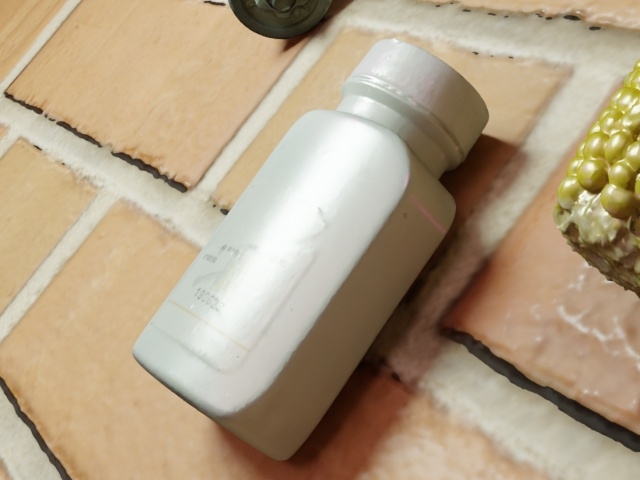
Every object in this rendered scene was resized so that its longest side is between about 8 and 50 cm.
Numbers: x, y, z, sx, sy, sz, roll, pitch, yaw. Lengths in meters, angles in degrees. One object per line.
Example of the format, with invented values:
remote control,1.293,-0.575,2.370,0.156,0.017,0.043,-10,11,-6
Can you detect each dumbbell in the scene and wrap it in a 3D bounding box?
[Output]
dumbbell,-0.048,-0.308,1.023,0.110,0.110,0.254,-33,33,18

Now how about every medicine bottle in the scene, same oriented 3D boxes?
medicine bottle,0.000,0.000,0.686,0.161,0.111,0.296,21,74,49

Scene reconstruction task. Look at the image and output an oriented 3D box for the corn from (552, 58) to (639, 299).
corn,0.264,-0.120,0.525,0.347,0.130,0.130,-49,37,1
